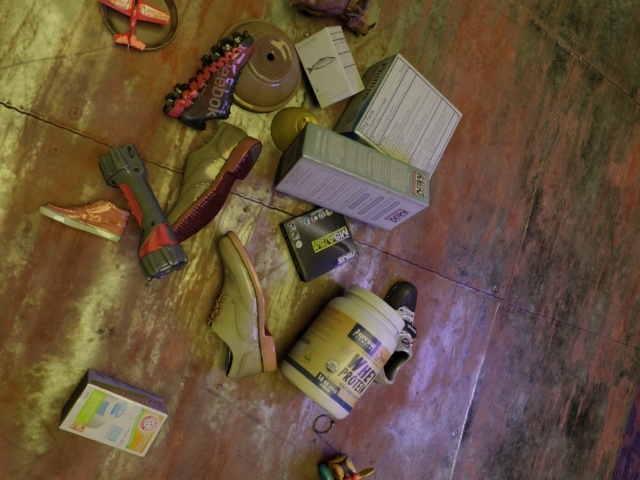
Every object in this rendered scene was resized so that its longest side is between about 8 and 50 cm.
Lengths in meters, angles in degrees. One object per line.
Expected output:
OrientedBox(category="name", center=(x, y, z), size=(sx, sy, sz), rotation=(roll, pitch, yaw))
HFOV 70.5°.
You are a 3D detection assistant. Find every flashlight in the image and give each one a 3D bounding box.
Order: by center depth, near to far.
OrientedBox(category="flashlight", center=(-0.409, -0.061, 1.026), size=(0.103, 0.103, 0.303), rotation=(-25, 81, -39))

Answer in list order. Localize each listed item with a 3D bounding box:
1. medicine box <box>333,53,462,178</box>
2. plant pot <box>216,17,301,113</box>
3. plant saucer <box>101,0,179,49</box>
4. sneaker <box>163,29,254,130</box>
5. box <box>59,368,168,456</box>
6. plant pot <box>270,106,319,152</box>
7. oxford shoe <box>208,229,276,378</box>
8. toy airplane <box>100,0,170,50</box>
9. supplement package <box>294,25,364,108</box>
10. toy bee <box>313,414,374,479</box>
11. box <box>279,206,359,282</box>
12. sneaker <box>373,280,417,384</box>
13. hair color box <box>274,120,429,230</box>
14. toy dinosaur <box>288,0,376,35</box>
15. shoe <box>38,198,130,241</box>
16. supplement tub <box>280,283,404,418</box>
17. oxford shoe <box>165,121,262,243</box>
OrientedBox(category="medicine box", center=(0.226, -0.336, 1.330), size=(0.289, 0.149, 0.263), rotation=(33, 80, -24))
OrientedBox(category="plant pot", center=(-0.144, -0.454, 1.161), size=(0.238, 0.110, 0.237), rotation=(-3, 97, -27))
OrientedBox(category="plant saucer", center=(-0.421, -0.532, 1.063), size=(0.169, 0.029, 0.168), rotation=(-3, 97, -26))
OrientedBox(category="sneaker", center=(-0.244, -0.372, 1.090), size=(0.276, 0.097, 0.135), rotation=(-41, 123, 13))
OrientedBox(category="box", center=(-0.482, 0.406, 1.070), size=(0.203, 0.103, 0.114), rotation=(35, 79, -24))
OrientedBox(category="plant pot", center=(-0.055, -0.302, 1.224), size=(0.134, 0.095, 0.134), rotation=(-2, 95, -26))
OrientedBox(category="oxford shoe", center=(-0.220, 0.174, 1.164), size=(0.147, 0.140, 0.396), rotation=(-15, 99, -17))
OrientedBox(category="toy airplane", center=(-0.423, -0.503, 1.032), size=(0.151, 0.028, 0.151), rotation=(-2, 95, -24))
OrientedBox(category="supplement package", center=(0.027, -0.468, 1.225), size=(0.179, 0.105, 0.105), rotation=(64, 33, -16))
OrientedBox(category="toy bee", center=(0.055, 0.698, 1.328), size=(0.195, 0.162, 0.298), rotation=(-38, 109, -17))
OrientedBox(category="box", center=(0.000, 0.000, 1.305), size=(0.191, 0.045, 0.184), rotation=(-25, 101, -23))
OrientedBox(category="sneaker", center=(0.246, 0.289, 1.398), size=(0.123, 0.146, 0.330), rotation=(25, 82, -24))
OrientedBox(category="hair color box", center=(0.088, -0.161, 1.227), size=(0.375, 0.185, 0.113), rotation=(19, 62, -21))
OrientedBox(category="toy dinosaur", center=(0.039, -0.633, 1.177), size=(0.201, 0.296, 0.127), rotation=(23, 113, 12))
OrientedBox(category="shoe", center=(-0.532, -0.064, 1.032), size=(0.178, 0.064, 0.081), rotation=(25, 82, -31))
OrientedBox(category="supplement tub", center=(0.065, 0.301, 1.261), size=(0.228, 0.228, 0.316), rotation=(45, 75, -22))
OrientedBox(category="oxford shoe", center=(-0.298, -0.140, 1.131), size=(0.130, 0.123, 0.348), rotation=(38, 82, 8))
